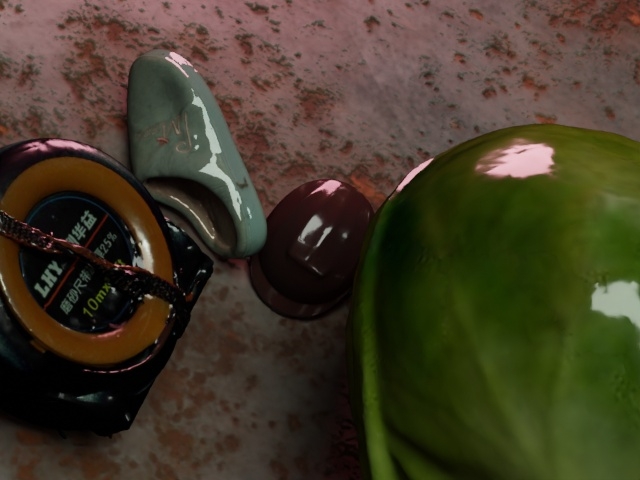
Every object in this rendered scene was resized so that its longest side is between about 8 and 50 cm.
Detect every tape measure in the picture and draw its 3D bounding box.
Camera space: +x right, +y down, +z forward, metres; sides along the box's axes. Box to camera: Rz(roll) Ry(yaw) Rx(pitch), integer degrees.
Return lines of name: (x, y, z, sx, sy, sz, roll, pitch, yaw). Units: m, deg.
tape measure: (-0.200, 0.031, 1.333, 0.223, 0.135, 0.202, 45, 51, -24)

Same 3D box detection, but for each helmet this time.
helmet: (0.000, 0.000, 1.488, 0.098, 0.070, 0.123, 33, 55, -5)

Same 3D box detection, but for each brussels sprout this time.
brussels sprout: (0.176, 0.096, 1.311, 0.342, 0.425, 0.361, -32, 114, 6)

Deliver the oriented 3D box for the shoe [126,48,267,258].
shoe: (-0.116, -0.066, 1.465, 0.078, 0.079, 0.195, -24, 80, -37)
